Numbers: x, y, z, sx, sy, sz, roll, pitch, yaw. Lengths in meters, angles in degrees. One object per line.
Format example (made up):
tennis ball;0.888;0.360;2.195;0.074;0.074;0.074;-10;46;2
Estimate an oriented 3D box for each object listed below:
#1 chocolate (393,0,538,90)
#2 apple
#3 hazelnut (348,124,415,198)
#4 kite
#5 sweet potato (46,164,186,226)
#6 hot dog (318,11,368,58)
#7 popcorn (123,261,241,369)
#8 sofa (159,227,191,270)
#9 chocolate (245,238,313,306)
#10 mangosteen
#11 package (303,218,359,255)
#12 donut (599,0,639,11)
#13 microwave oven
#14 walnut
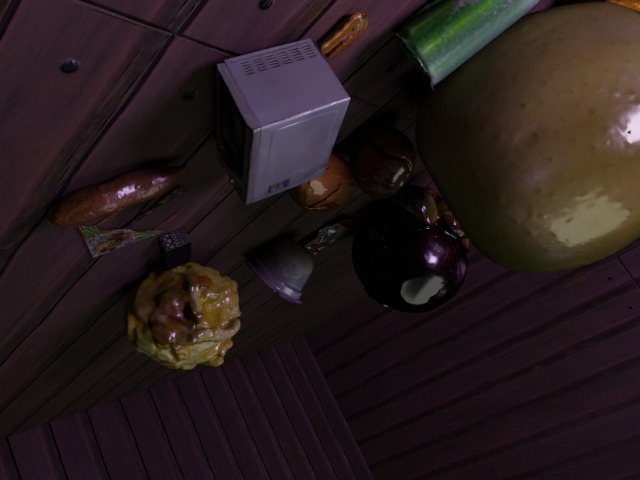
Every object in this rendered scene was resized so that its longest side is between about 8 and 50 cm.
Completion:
chocolate;0.256;-0.357;0.741;0.291;0.110;0.110;-34;164;13
apple;0.405;-0.178;0.882;0.473;0.473;0.473;-26;164;-8
hazelnut;0.133;-0.164;1.054;0.143;0.143;0.154;-10;143;-48
kite;-0.345;-0.033;0.913;0.244;0.006;0.198;-33;163;20
sweet potato;-0.306;-0.071;0.760;0.218;0.051;0.065;-23;-155;-15
hot dog;0.031;-0.291;0.703;0.083;0.021;0.037;-34;153;23
popcorn;-0.315;0.173;1.183;0.293;0.293;0.237;-23;145;-18
sofa;-0.313;0.020;1.077;0.060;0.039;0.118;-20;163;-23
chocolate;-0.093;0.075;1.416;0.147;0.221;0.221;-47;165;-4
mangosteen;0.297;0.033;1.573;0.381;0.381;0.421;-13;147;-44
package;0.000;0.000;1.556;0.239;0.030;0.154;-33;166;14
donut;0.632;-0.455;0.857;0.303;0.110;0.303;5;161;2
microwave oven;-0.067;-0.170;0.724;0.163;0.129;0.205;-24;165;-21
walnut;0.001;-0.121;1.004;0.137;0.137;0.245;-31;175;11
